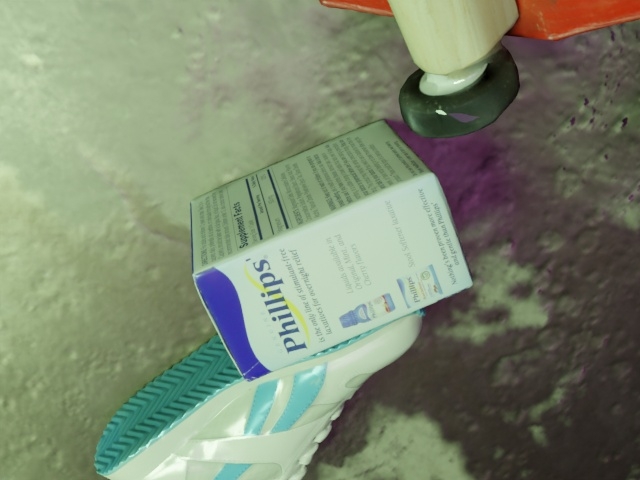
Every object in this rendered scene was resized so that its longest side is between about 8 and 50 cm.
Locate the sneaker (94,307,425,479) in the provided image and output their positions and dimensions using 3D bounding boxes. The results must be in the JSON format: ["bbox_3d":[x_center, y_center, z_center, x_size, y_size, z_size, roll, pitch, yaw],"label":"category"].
[{"bbox_3d":[-0.028,0.102,0.593,0.229,0.087,0.092,-33,117,11],"label":"sneaker"}]

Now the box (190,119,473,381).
[{"bbox_3d":[0.000,0.000,0.535,0.137,0.126,0.072,-23,111,0],"label":"box"}]

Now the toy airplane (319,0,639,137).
[{"bbox_3d":[0.212,-0.198,0.423,0.384,0.272,0.386,27,136,-3],"label":"toy airplane"}]
